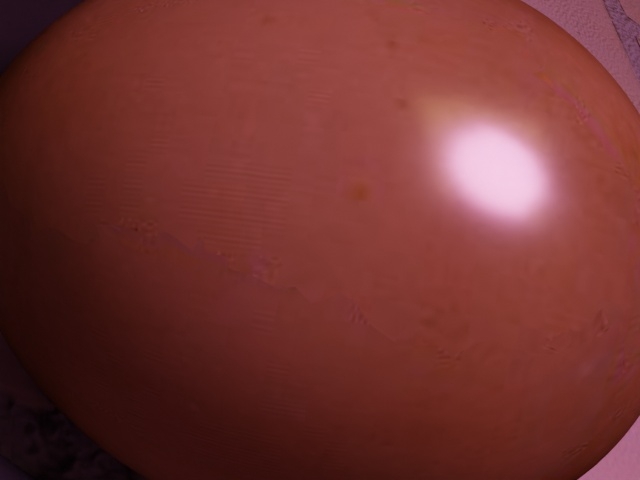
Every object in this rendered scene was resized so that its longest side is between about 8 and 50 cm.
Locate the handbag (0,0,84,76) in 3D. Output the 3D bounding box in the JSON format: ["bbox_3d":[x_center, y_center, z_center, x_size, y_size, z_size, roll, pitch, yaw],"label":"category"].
[{"bbox_3d":[-0.232,-0.157,0.743,0.308,0.093,0.254,-2,56,-51],"label":"handbag"}]

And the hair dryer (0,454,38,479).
[{"bbox_3d":[-0.179,0.080,0.524,0.128,0.070,0.255,57,-3,32],"label":"hair dryer"}]

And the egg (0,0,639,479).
[{"bbox_3d":[0.000,0.000,0.629,0.374,0.301,0.301,10,41,-3],"label":"egg"}]
